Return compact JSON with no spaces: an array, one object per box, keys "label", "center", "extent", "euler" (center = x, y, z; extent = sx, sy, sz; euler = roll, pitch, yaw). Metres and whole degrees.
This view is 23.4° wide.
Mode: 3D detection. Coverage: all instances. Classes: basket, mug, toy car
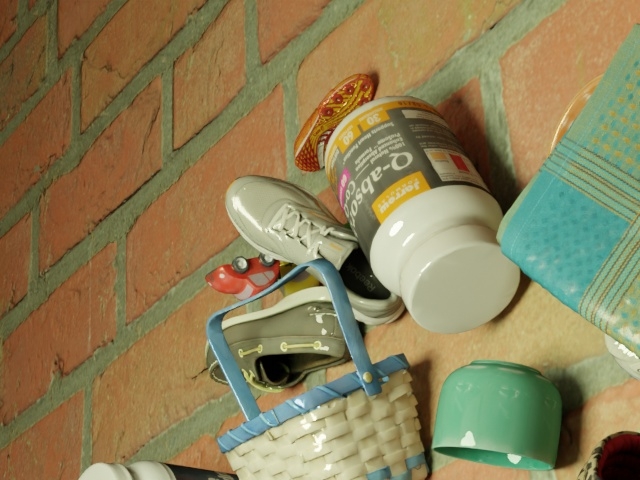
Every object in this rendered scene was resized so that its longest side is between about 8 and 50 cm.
[{"label":"basket","center":[-0.017,0.188,1.839],"extent":[0.255,0.201,0.289],"euler":[-29,85,50]},{"label":"mug","center":[0.179,0.181,1.620],"extent":[0.157,0.129,0.097],"euler":[-11,65,57]},{"label":"toy car","center":[-0.005,0.024,1.995],"extent":[0.225,0.239,0.053],"euler":[-26,79,22]}]

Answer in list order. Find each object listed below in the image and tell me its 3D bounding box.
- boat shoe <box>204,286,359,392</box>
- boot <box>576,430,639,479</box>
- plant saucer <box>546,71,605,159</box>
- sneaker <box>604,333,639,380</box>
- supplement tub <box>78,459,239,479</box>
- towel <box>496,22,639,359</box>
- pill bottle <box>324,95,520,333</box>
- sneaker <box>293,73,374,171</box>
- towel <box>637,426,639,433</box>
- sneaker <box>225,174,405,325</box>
[{"label":"boat shoe","center":[-0.060,0.147,2.051],"extent":[0.305,0.109,0.091],"euler":[-27,50,47]},{"label":"boot","center":[0.237,0.360,1.328],"extent":[0.377,0.138,0.284],"euler":[-70,2,-67]},{"label":"plant saucer","center":[0.299,-0.072,1.562],"extent":[0.200,0.037,0.200],"euler":[-27,59,56]},{"label":"sneaker","center":[0.371,0.103,1.401],"extent":[0.237,0.086,0.085],"euler":[8,74,46]},{"label":"supplement tub","center":[-0.172,0.385,1.974],"extent":[0.191,0.272,0.191],"euler":[-30,53,50]},{"label":"towel","center":[0.348,-0.015,1.393],"extent":[0.370,0.040,0.271],"euler":[40,99,43]},{"label":"pill bottle","center":[0.117,-0.031,1.780],"extent":[0.162,0.162,0.278],"euler":[-59,34,26]},{"label":"sneaker","center":[0.011,-0.171,2.114],"extent":[0.175,0.064,0.067],"euler":[-48,30,34]},{"label":"towel","center":[0.334,0.239,1.440],"extent":[0.110,0.027,0.148],"euler":[-17,63,55]},{"label":"sneaker","center":[0.000,0.000,1.867],"extent":[0.099,0.262,0.121],"euler":[-56,-3,-8]}]
